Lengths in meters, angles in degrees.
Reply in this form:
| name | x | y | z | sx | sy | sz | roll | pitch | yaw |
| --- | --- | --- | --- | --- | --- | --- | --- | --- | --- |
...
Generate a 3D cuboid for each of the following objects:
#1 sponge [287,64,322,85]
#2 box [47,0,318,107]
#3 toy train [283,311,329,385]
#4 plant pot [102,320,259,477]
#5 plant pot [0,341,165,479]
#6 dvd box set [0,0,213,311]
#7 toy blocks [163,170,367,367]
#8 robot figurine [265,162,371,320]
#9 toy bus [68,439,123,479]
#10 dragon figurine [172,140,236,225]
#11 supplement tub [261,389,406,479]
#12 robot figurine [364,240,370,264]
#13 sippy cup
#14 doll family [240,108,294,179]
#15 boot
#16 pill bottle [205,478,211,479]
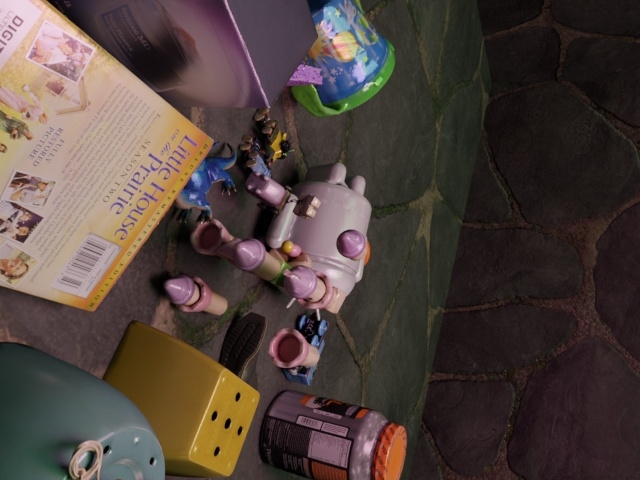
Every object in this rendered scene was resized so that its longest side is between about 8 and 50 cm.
| name | x | y | z | sx | sy | sz | roll | pitch | yaw |
| --- | --- | --- | --- | --- | --- | --- | --- | --- | --- |
| sponge | -0.115 | -0.289 | 1.037 | 0.117 | 0.210 | 0.031 | -23 | 115 | -62 |
| box | -0.200 | -0.340 | 0.758 | 0.182 | 0.294 | 0.296 | -65 | 148 | -33 |
| toy train | -0.035 | 0.274 | 1.491 | 0.105 | 0.080 | 0.184 | 80 | 27 | -48 |
| plant pot | -0.229 | 0.283 | 0.970 | 0.212 | 0.187 | 0.212 | 58 | 45 | -53 |
| plant pot | -0.335 | 0.287 | 0.701 | 0.293 | 0.235 | 0.292 | -24 | 117 | -61 |
| dvd box set | -0.338 | -0.099 | 0.671 | 0.307 | 0.062 | 0.420 | -55 | 150 | -1 |
| toy blocks | -0.098 | 0.024 | 1.010 | 0.308 | 0.289 | 0.260 | -63 | 156 | -8 |
| robot figurine | 0.000 | 0.000 | 1.351 | 0.300 | 0.200 | 0.353 | 24 | 73 | -37 |
| toy bus | -0.202 | 0.338 | 0.596 | 0.190 | 0.105 | 0.202 | -65 | 149 | -32 |
| dragon figurine | -0.217 | -0.126 | 1.010 | 0.289 | 0.085 | 0.144 | -58 | 145 | -39 |
| supplement tub | 0.034 | 0.485 | 1.404 | 0.194 | 0.316 | 0.193 | -27 | 120 | -60 |
| robot figurine | 0.053 | 0.044 | 1.556 | 0.219 | 0.128 | 0.158 | -38 | 108 | -54 |
| sippy cup | 0.015 | -0.436 | 1.278 | 0.224 | 0.240 | 0.305 | 48 | 14 | -44 |
| doll family | -0.112 | -0.182 | 1.234 | 0.192 | 0.076 | 0.111 | -64 | 153 | -25 |
| boot | -0.157 | 0.261 | 1.256 | 0.197 | 0.077 | 0.137 | -62 | 154 | -11 |
| pill bottle | -0.245 | 0.536 | 0.918 | 0.301 | 0.169 | 0.169 | -43 | 138 | -21 |
